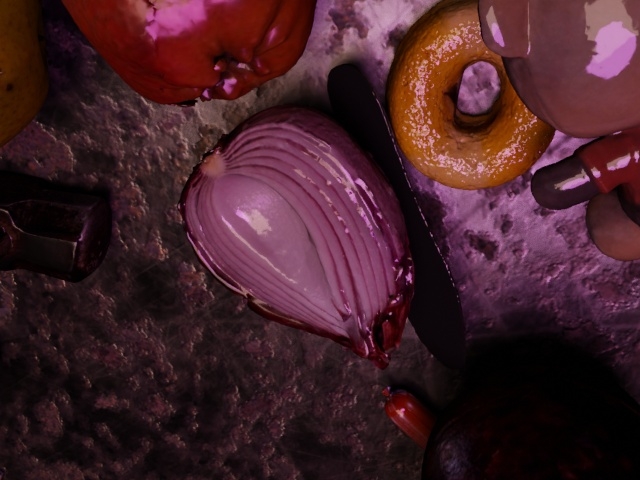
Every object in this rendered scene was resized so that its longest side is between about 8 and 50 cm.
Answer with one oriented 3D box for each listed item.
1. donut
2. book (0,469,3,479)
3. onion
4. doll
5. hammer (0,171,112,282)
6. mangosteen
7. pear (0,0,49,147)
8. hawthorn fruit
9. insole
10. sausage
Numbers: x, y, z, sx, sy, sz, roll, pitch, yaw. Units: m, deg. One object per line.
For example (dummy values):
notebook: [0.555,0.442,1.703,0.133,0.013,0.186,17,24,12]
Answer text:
donut: [0.145,-0.130,0.684,0.174,0.074,0.190,25,118,0]
book: [-0.656,0.356,1.126,0.322,0.018,0.228,27,118,-2]
onion: [0.000,0.000,0.744,0.227,0.120,0.283,-28,101,41]
doll: [0.258,-0.118,0.570,0.235,0.174,0.330,-40,116,-6]
hammer: [-0.384,0.045,0.701,0.242,0.409,0.095,13,118,2]
mangosteen: [0.217,0.272,0.745,0.300,0.300,0.300,5,117,10]
pear: [-0.391,-0.193,0.663,0.294,0.294,0.294,5,117,10]
hawthorn fruit: [-0.133,-0.257,0.618,0.211,0.211,0.299,-31,96,24]
insole: [0.083,-0.014,0.750,0.009,0.119,0.348,-30,108,-22]
sausage: [0.124,0.226,0.879,0.145,0.050,0.048,43,157,-11]
